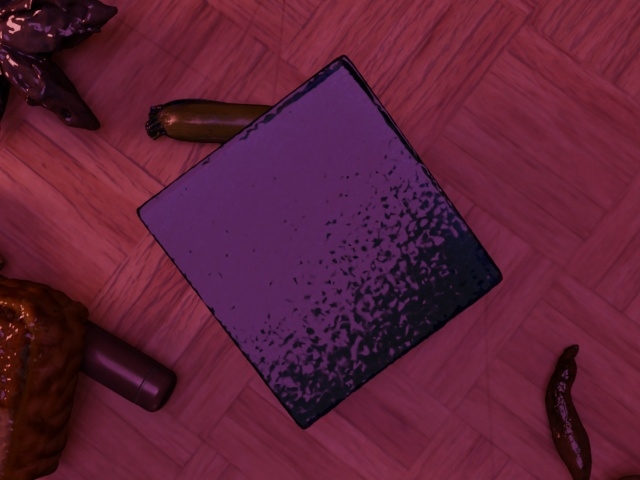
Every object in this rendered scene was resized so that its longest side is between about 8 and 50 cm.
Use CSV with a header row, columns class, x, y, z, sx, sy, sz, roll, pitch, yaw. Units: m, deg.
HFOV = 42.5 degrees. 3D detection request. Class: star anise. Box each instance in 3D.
class,x,y,z,sx,sy,sz,roll,pitch,yaw
star anise,-0.353,-0.212,0.923,0.257,0.110,0.199,4,87,11

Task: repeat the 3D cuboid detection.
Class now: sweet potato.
class,x,y,z,sx,sy,sz,roll,pitch,yaw
sweet potato,0.266,0.189,0.887,0.041,0.038,0.153,1,78,-19

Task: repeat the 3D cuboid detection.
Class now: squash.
class,x,y,z,sx,sy,sz,roll,pitch,yaw
squash,-0.110,-0.132,0.929,0.183,0.052,0.052,6,87,8

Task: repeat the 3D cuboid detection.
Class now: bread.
class,x,y,z,sx,sy,sz,roll,pitch,yaw
bread,-0.350,0.145,0.880,0.181,0.096,0.222,18,100,19

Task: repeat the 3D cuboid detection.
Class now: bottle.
class,x,y,z,sx,sy,sz,roll,pitch,yaw
bottle,-0.230,0.138,0.919,0.140,0.053,0.053,30,89,6

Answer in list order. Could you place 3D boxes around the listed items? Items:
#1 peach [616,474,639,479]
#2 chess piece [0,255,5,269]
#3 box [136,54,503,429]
class,x,y,z,sx,sy,sz,roll,pitch,yaw
peach,0.330,0.287,0.855,0.083,0.083,0.083,0,87,4
chess piece,-0.417,-0.007,0.941,0.066,0.066,0.122,-35,91,2
box,0.000,0.000,0.862,0.261,0.116,0.279,-36,96,3
